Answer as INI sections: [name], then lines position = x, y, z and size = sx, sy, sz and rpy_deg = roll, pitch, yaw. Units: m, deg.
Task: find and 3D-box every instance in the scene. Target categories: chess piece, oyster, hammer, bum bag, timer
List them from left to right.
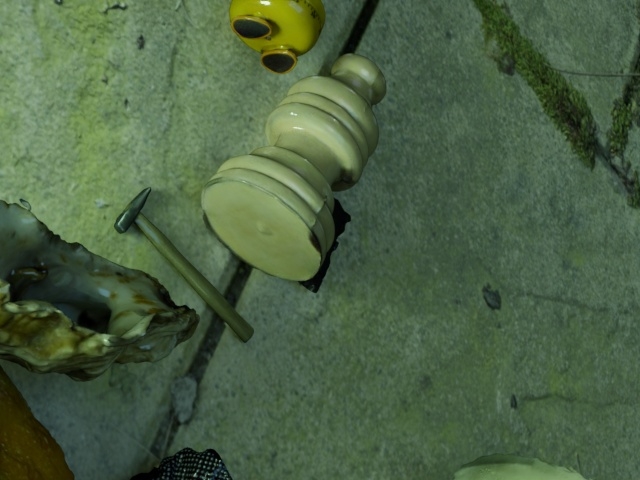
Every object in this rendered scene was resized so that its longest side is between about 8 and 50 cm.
[oyster]
position = -0.226, 0.057, 1.245
size = 0.166, 0.110, 0.341
rpy_deg = 45, 8, 22
[hammer]
position = -0.132, 0.031, 1.471
size = 0.199, 0.013, 0.062
rpy_deg = 49, 48, -25
[timer]
position = -0.046, -0.254, 1.580
size = 0.107, 0.107, 0.109
rpy_deg = 39, 56, -32
[chess piece]
position = -0.008, -0.108, 1.582
size = 0.139, 0.124, 0.307
rpy_deg = 21, 47, 8
[bum bag]
position = -0.001, 0.000, 1.602
size = 0.058, 0.034, 0.124
rpy_deg = 53, 43, -31

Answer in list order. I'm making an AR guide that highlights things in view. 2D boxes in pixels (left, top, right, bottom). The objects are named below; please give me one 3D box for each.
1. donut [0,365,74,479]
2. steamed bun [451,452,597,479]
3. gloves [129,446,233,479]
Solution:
[donut]
position = -0.312, 0.156, 1.103
size = 0.303, 0.110, 0.303
rpy_deg = 56, 8, -13
[steamed bun]
position = 0.240, 0.371, 1.587
size = 0.272, 0.290, 0.273
rpy_deg = 43, 58, -12
[gloves]
position = -0.156, 0.279, 1.329
size = 0.181, 0.106, 0.129
rpy_deg = -24, 96, -19
